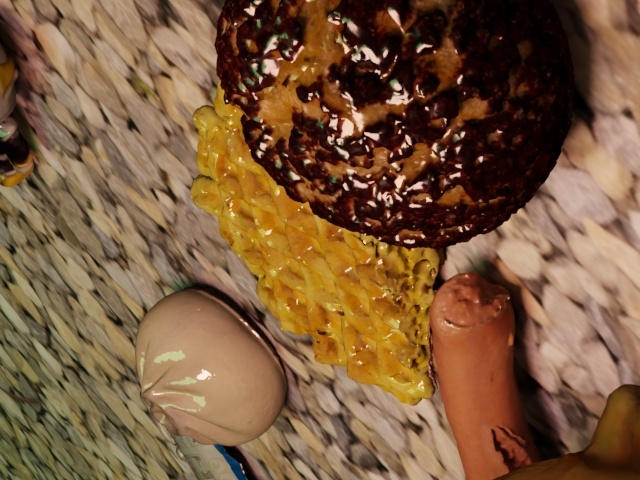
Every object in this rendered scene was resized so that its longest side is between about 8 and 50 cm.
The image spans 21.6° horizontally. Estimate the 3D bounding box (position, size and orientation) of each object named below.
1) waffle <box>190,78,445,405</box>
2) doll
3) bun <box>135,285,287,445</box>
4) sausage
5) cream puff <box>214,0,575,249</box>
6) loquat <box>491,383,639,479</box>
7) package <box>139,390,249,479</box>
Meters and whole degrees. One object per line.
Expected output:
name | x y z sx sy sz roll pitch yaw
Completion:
waffle | 0.003 -0.002 1.370 0.307 0.060 0.312 47 156 8
doll | -0.361 -0.155 1.730 0.316 0.103 0.145 85 158 -63
bun | -0.123 0.139 1.697 0.173 0.120 0.173 37 151 24
sausage | 0.137 0.144 1.319 0.078 0.078 0.304 27 145 43
cream puff | 0.038 -0.100 1.052 0.239 0.165 0.239 36 149 26
loquat | 0.194 0.278 1.158 0.328 0.328 0.359 12 92 54
package | -0.141 0.243 1.975 0.171 0.027 0.173 59 154 -8
